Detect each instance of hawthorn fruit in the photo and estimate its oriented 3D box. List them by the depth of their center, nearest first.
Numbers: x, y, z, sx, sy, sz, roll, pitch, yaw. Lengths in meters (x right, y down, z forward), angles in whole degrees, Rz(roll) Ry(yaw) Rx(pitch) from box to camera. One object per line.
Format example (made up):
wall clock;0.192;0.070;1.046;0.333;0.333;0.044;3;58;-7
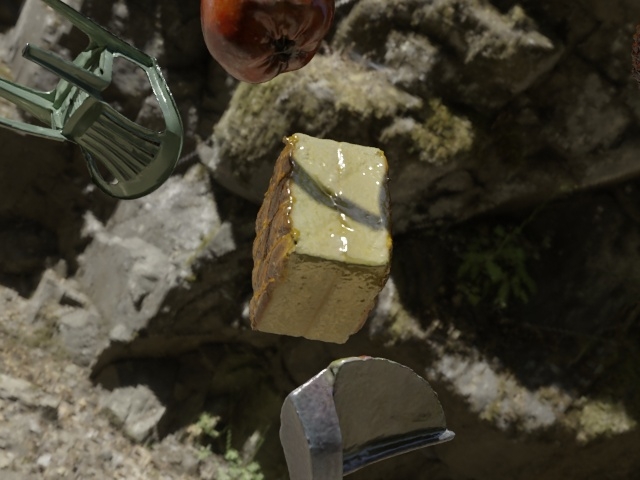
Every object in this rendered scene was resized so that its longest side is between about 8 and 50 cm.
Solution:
hawthorn fruit;-0.114;-0.462;1.755;0.284;0.284;0.284;28;17;-10

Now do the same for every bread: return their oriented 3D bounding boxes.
bread;0.000;0.000;1.554;0.207;0.279;0.279;12;48;-14

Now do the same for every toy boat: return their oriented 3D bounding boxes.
toy boat;0.057;0.293;1.415;0.111;0.293;0.276;34;-29;53

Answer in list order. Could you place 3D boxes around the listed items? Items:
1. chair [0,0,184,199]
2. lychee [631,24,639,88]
chair;-0.355;-0.200;1.279;0.275;0.203;0.190;24;31;-39
lychee;0.658;-0.297;1.456;0.267;0.267;0.267;28;17;-10
